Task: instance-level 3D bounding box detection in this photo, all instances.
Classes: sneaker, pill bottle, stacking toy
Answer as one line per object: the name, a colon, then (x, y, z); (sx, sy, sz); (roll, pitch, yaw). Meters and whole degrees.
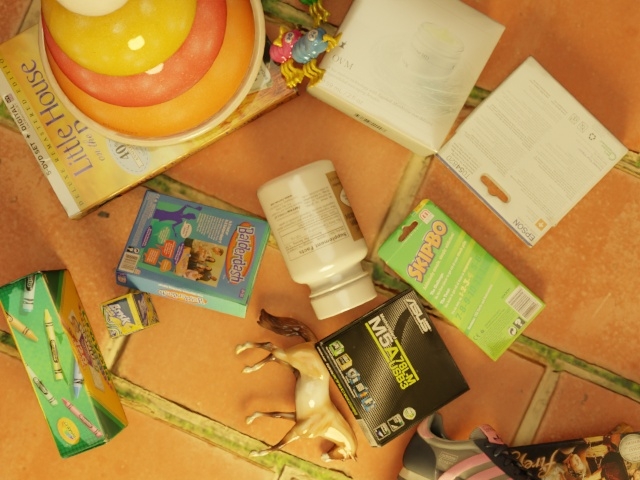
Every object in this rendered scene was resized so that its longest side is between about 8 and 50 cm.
sneaker: (0.267, 0.351, 1.721); (0.319, 0.112, 0.131); (12, 80, 33)
pill bottle: (0.000, 0.000, 1.776); (0.131, 0.131, 0.229); (-23, 89, 1)
stacking toy: (-0.261, -0.323, 1.550); (0.351, 0.480, 0.350); (0, 89, 0)

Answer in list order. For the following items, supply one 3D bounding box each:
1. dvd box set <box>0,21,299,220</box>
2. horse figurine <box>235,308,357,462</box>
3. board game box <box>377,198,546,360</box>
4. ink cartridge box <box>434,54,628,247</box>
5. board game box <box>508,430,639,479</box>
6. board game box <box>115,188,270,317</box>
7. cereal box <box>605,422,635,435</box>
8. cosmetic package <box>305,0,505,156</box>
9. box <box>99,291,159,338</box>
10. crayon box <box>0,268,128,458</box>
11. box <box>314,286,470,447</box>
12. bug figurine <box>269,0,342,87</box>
dvd box set: (-0.289, -0.265, 1.820); (0.420, 0.062, 0.307); (-29, 88, 0)
horse figurine: (-0.040, 0.236, 1.807); (0.175, 0.066, 0.263); (-7, 89, 2)
board game box: (0.223, 0.061, 1.819); (0.259, 0.039, 0.124); (42, 90, -1)
ink cartridge box: (0.334, -0.140, 1.813); (0.224, 0.045, 0.223); (-45, 88, 1)
board game box: (0.395, 0.391, 1.747); (0.243, 0.042, 0.165); (-11, 65, 16)
board game box: (-0.198, 0.020, 1.788); (0.210, 0.047, 0.160); (15, 59, 2)
cereal box: (0.497, 0.435, 1.801); (0.173, 0.047, 0.240); (-41, 88, 0)
cosmetic package: (0.128, -0.282, 1.764); (0.224, 0.138, 0.224); (28, 89, -5)
box: (-0.295, 0.114, 1.762); (0.054, 0.169, 0.059); (-19, 89, 1)
crayon box: (-0.399, 0.187, 1.766); (0.081, 0.165, 0.278); (-22, 89, 1)
box: (0.114, 0.200, 1.787); (0.184, 0.045, 0.190); (-28, 88, -18)
bug figurine: (-0.002, -0.353, 1.709); (0.072, 0.216, 0.279); (28, 69, -17)
